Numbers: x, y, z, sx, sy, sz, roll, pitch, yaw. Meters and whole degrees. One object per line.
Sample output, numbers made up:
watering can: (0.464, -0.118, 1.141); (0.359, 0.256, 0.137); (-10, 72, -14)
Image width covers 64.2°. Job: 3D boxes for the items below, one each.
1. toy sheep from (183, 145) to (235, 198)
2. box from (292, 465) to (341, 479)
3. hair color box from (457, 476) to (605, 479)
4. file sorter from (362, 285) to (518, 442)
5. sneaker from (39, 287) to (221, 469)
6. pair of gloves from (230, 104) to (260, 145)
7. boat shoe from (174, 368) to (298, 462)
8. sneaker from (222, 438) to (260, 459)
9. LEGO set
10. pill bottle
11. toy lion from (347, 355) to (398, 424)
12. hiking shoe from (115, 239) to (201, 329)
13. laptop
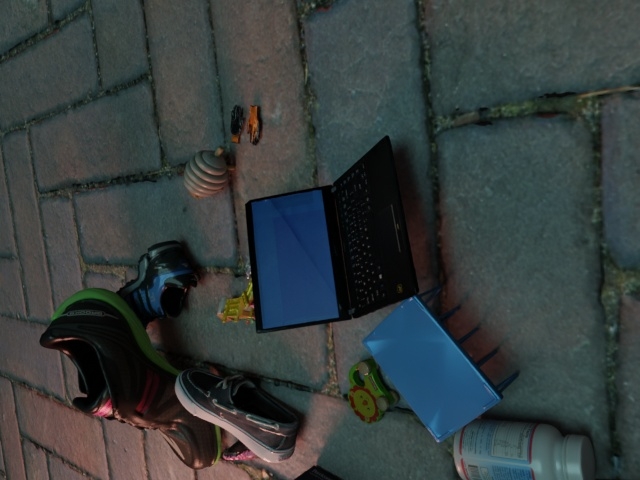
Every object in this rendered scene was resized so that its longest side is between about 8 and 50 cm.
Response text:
toy sheep: (-0.220, -0.133, 0.995); (0.091, 0.091, 0.132); (48, 123, 23)
box: (-0.020, 0.501, 0.863); (0.153, 0.207, 0.108); (11, 104, 36)
hair color box: (0.307, 0.374, 0.591); (0.375, 0.185, 0.113); (-21, 85, 39)
file sorter: (0.170, 0.164, 0.720); (0.170, 0.105, 0.118); (52, 124, 20)
sneaker: (-0.409, 0.331, 1.103); (0.185, 0.202, 0.482); (-34, 100, 37)
pair of gloves: (-0.143, -0.219, 0.969); (0.083, 0.010, 0.074); (14, 107, 39)
boat shoe: (-0.170, 0.318, 1.020); (0.301, 0.108, 0.102); (24, 112, 31)
sneaker: (-0.163, 0.434, 1.080); (0.119, 0.047, 0.057); (-25, 59, 38)
LEGO set: (-0.101, 0.101, 0.956); (0.287, 0.107, 0.132); (-56, 29, 35)
pill bottle: (0.266, 0.284, 0.673); (0.160, 0.087, 0.087); (-10, 91, 39)
toy lion: (0.078, 0.256, 0.860); (0.096, 0.034, 0.100); (-40, 72, 44)
hiking shoe: (-0.382, 0.142, 1.155); (0.132, 0.113, 0.304); (50, 124, 22)
laptop: (0.000, 0.000, 0.769); (0.264, 0.137, 0.234); (-36, 58, 57)
